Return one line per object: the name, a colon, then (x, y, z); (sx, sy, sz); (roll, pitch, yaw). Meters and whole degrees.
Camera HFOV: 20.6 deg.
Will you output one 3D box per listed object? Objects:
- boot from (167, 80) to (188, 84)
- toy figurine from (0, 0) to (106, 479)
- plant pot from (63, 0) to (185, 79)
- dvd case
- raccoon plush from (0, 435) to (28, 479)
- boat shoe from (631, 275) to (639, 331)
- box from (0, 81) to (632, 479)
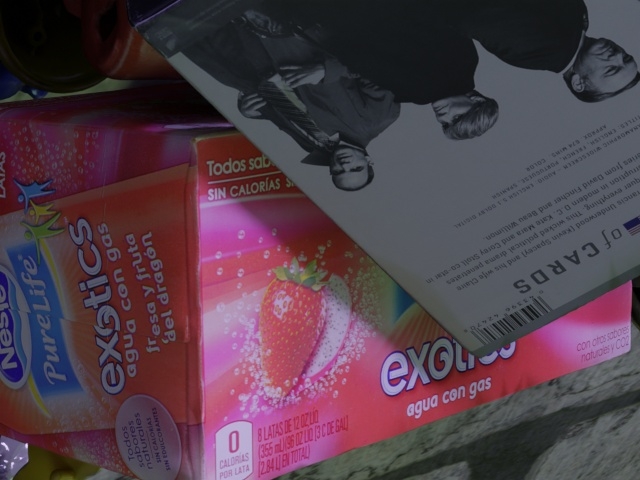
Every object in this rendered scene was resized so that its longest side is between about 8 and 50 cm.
boot: (-0.146, -0.011, 1.023); (0.208, 0.076, 0.189); (-34, 167, 31)
toy figurine: (-0.210, -0.036, 0.867); (0.191, 0.217, 0.363); (7, 97, -27)
plant pot: (0.032, -0.174, 0.695); (0.265, 0.272, 0.272); (-8, 150, -17)
dvd case: (0.072, -0.058, 0.634); (0.179, 0.030, 0.238); (-29, 137, 18)
raccoon plush: (-0.335, 0.264, 1.105); (0.446, 0.299, 0.216); (-15, 152, -22)
boat shoe: (0.244, -0.037, 1.239); (0.132, 0.130, 0.355); (-29, 147, 3)
box: (0.000, 0.000, 0.795); (0.154, 0.142, 0.300); (9, -166, 42)
